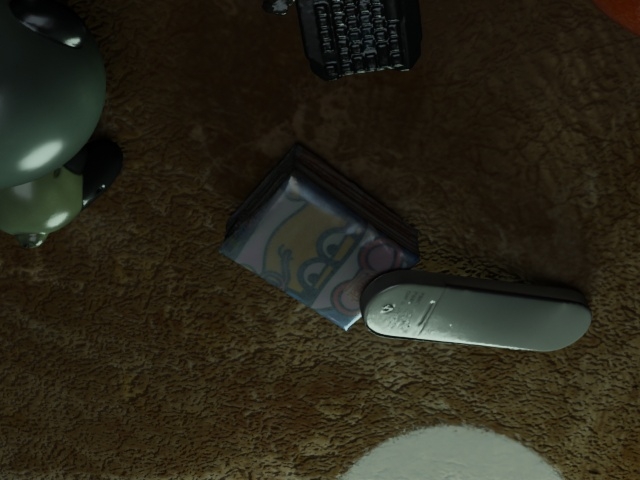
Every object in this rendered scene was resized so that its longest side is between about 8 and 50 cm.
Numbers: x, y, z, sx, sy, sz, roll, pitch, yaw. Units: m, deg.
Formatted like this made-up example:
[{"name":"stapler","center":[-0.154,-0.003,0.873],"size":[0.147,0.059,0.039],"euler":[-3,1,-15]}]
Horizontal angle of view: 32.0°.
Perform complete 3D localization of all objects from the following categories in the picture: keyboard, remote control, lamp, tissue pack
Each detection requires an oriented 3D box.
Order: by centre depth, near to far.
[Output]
[{"name":"keyboard","center":[0.020,-0.254,0.908],"size":[0.106,0.016,0.262],"euler":[-6,123,7]},{"name":"lamp","center":[-0.269,-0.109,0.934],"size":[0.197,0.198,0.244],"euler":[-4,146,6]},{"name":"tissue pack","center":[0.000,0.000,1.049],"size":[0.155,0.065,0.115],"euler":[33,120,-20]},{"name":"remote control","center":[0.153,0.069,1.074],"size":[0.244,0.022,0.077],"euler":[7,129,-21]}]

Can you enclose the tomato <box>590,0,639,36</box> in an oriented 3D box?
[{"name":"tomato","center":[0.267,-0.258,0.761],"size":[0.224,0.256,0.256],"euler":[-19,122,35]}]

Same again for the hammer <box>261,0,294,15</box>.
[{"name":"hammer","center":[-0.080,-0.312,0.858],"size":[0.125,0.027,0.297],"euler":[-28,113,31]}]
